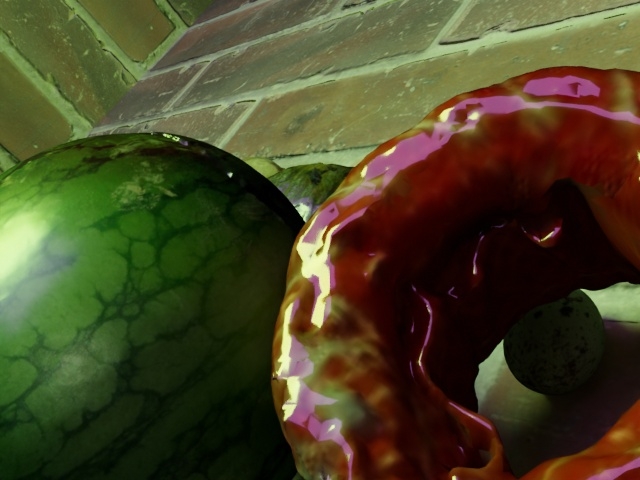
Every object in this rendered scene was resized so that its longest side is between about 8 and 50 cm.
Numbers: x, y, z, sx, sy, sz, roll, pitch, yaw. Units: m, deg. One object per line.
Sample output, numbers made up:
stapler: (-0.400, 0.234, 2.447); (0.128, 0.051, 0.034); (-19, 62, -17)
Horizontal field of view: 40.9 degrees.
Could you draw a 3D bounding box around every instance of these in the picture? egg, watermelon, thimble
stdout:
egg: (0.204, 0.084, 0.747); (0.085, 0.085, 0.110); (-20, 26, 35)
watermelon: (-0.156, 0.093, 0.683); (0.363, 0.363, 0.363); (-31, 28, 19)
thimble: (0.157, 0.074, 0.569); (0.350, 0.230, 0.350); (-16, 53, 23)

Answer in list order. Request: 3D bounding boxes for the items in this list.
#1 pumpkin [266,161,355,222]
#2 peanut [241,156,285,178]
pumpkin: (0.000, 0.000, 1.041); (0.312, 0.169, 0.148); (-38, 24, 5)
peanut: (-0.131, -0.055, 1.356); (0.253, 0.122, 0.137); (-23, 22, 39)
